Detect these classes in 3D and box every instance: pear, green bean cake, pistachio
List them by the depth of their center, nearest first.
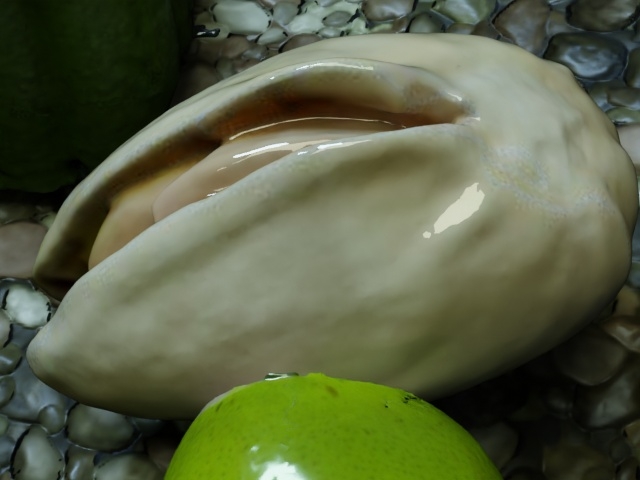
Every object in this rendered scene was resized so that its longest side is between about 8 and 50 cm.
[{"bbox_3d":[0.011,0.173,0.520,0.188,0.187,0.219,-10,67,3],"label":"pear"},{"bbox_3d":[0.000,0.000,0.629,0.318,0.214,0.193,-16,54,14],"label":"pistachio"},{"bbox_3d":[-0.236,-0.203,0.823,0.335,0.218,0.319,0,47,2],"label":"green bean cake"}]
